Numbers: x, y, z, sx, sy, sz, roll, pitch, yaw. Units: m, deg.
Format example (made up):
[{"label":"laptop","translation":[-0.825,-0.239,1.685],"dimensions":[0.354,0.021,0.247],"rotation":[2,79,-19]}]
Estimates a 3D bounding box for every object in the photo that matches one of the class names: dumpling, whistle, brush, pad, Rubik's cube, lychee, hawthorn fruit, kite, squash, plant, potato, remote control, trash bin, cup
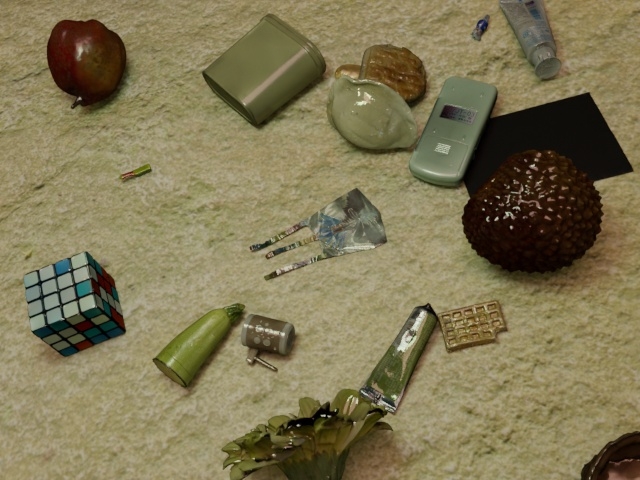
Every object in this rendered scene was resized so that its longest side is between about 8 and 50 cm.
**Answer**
[{"label":"dumpling","translation":[0.118,-0.309,1.730],"dimensions":[0.252,0.179,0.131],"rotation":[27,49,22]},{"label":"whistle","translation":[0.424,-0.561,1.908],"dimensions":[0.033,0.029,0.083],"rotation":[36,74,-13]},{"label":"brush","translation":[-0.473,-0.171,1.854],"dimensions":[0.083,0.021,0.018],"rotation":[-23,61,-9]},{"label":"pad","translation":[0.505,-0.213,1.708],"dimensions":[0.368,0.007,0.247],"rotation":[-15,60,2]},{"label":"Rubik's cube","translation":[-0.547,0.143,1.616],"dimensions":[0.154,0.151,0.155],"rotation":[-23,60,-1]},{"label":"lychee","translation":[0.440,-0.049,1.493],"dimensions":[0.268,0.267,0.267],"rotation":[-5,60,8]},{"label":"hawthorn fruit","translation":[-0.637,-0.466,1.960],"dimensions":[0.208,0.208,0.248],"rotation":[2,81,12]},{"label":"kite","translation":[0.000,-0.001,1.675],"dimensions":[0.310,0.015,0.169],"rotation":[-28,60,-7]},{"label":"squash","translation":[-0.248,0.211,1.565],"dimensions":[0.094,0.094,0.224],"rotation":[36,67,26]},{"label":"plant","translation":[-0.031,0.397,1.313],"dimensions":[0.306,0.261,0.296],"rotation":[-9,59,19]},{"label":"potato","translation":[0.080,-0.426,1.874],"dimensions":[0.083,0.062,0.068],"rotation":[19,32,-15]},{"label":"remote control","translation":[0.320,-0.261,1.733],"dimensions":[0.140,0.056,0.296],"rotation":[16,67,20]},{"label":"trash bin","translation":[-0.148,-0.444,1.898],"dimensions":[0.247,0.121,0.243],"rotation":[-43,62,-10]},{"label":"cup","translation":[-0.114,0.213,1.538],"dimensions":[0.099,0.074,0.102],"rotation":[11,63,16]}]

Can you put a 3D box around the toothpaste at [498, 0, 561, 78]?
[{"label":"toothpaste","translation":[0.542,-0.536,1.855],"dimensions":[0.114,0.073,0.299],"rotation":[-9,52,6]}]

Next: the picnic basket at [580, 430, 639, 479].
[{"label":"picnic basket","translation":[0.555,0.453,1.141],"dimensions":[0.293,0.337,0.337],"rotation":[2,61,12]}]

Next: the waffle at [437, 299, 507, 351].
[{"label":"waffle","translation":[0.318,0.177,1.512],"dimensions":[0.135,0.021,0.092],"rotation":[-13,58,4]}]

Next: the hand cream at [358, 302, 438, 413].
[{"label":"hand cream","translation":[0.170,0.234,1.496],"dimensions":[0.086,0.055,0.235],"rotation":[25,76,25]}]

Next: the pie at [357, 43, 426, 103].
[{"label":"pie","translation":[0.185,-0.417,1.834],"dimensions":[0.195,0.046,0.195],"rotation":[4,60,-8]}]
